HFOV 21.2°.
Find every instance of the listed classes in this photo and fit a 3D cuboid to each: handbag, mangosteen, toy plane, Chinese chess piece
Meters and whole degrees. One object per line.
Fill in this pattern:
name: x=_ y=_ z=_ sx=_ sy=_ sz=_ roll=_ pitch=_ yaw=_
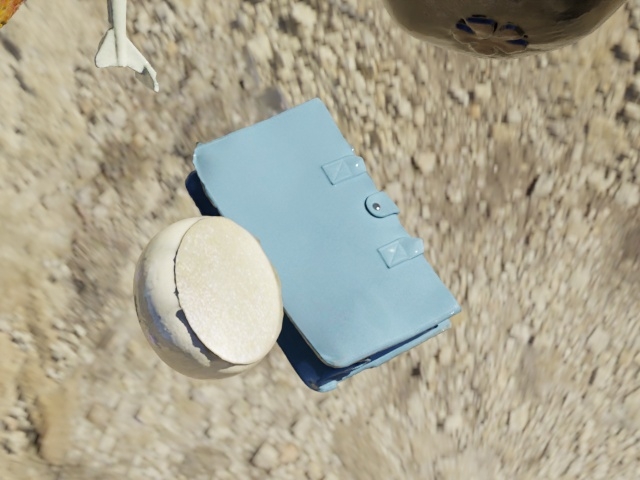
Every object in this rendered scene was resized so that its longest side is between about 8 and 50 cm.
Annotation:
handbag: x=0.000 y=0.000 z=1.367 sx=0.144 sy=0.057 sz=0.221 roll=-26 pitch=71 yaw=-26
mangosteen: x=0.175 y=-0.318 z=1.556 sx=0.275 sy=0.275 sz=0.302 roll=6 pitch=74 yaw=5
toy plane: x=-0.170 y=-0.264 z=1.406 sx=0.108 sy=0.092 sz=0.286 roll=-7 pitch=110 yaw=-23
Chinese chess piece: x=-0.083 y=0.042 z=1.254 sx=0.051 sy=0.122 sz=0.122 roll=-19 pitch=75 yaw=37

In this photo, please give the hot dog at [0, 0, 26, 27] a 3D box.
hot dog: x=-0.286 y=-0.202 z=1.310 sx=0.147 sy=0.065 sz=0.099 roll=21 pitch=60 yaw=20
